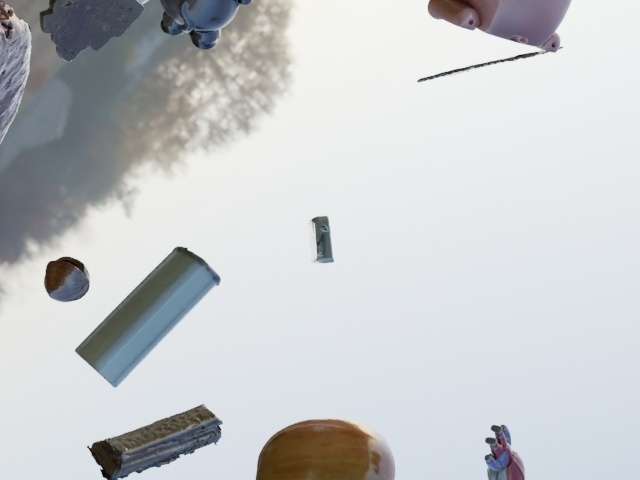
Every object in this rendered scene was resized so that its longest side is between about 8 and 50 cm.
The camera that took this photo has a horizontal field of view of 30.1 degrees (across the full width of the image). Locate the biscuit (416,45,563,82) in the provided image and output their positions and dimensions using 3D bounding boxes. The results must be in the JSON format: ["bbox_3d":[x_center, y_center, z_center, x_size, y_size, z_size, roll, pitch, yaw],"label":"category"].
[{"bbox_3d":[0.314,-0.322,2.158,0.232,0.013,0.237,-10,-172,28],"label":"biscuit"}]

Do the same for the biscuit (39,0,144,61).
[{"bbox_3d":[-0.280,-0.277,1.459,0.019,0.130,0.119,55,-33,40],"label":"biscuit"}]

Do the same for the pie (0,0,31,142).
[{"bbox_3d":[-0.332,-0.120,1.088,0.204,0.054,0.219,-60,176,-38],"label":"pie"}]

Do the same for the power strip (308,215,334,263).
[{"bbox_3d":[0.000,0.000,2.065,0.035,0.081,0.192,-5,179,-3],"label":"power strip"}]

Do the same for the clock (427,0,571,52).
[{"bbox_3d":[0.207,-0.286,1.228,0.093,0.166,0.162,42,-61,57],"label":"clock"}]

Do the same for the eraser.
[{"bbox_3d":[-0.337,0.145,2.310,0.290,0.104,0.189,-46,-157,-13],"label":"eraser"}]

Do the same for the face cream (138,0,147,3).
[{"bbox_3d":[-0.302,-0.506,2.176,0.345,0.102,0.102,-40,-166,-19],"label":"face cream"}]

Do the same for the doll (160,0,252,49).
[{"bbox_3d":[-0.175,-0.420,1.860,0.117,0.182,0.257,-68,180,-51],"label":"doll"}]

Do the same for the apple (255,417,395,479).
[{"bbox_3d":[0.001,0.424,2.057,0.242,0.241,0.242,-174,-90,-82],"label":"apple"}]

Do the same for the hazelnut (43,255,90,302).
[{"bbox_3d":[-0.428,0.065,2.017,0.086,0.086,0.086,-42,-162,17],"label":"hazelnut"}]

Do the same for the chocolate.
[{"bbox_3d":[-0.331,0.413,2.476,0.329,0.102,0.065,-12,146,-50],"label":"chocolate"}]

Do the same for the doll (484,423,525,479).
[{"bbox_3d":[0.384,0.471,2.478,0.075,0.227,0.102,10,-128,32],"label":"doll"}]
